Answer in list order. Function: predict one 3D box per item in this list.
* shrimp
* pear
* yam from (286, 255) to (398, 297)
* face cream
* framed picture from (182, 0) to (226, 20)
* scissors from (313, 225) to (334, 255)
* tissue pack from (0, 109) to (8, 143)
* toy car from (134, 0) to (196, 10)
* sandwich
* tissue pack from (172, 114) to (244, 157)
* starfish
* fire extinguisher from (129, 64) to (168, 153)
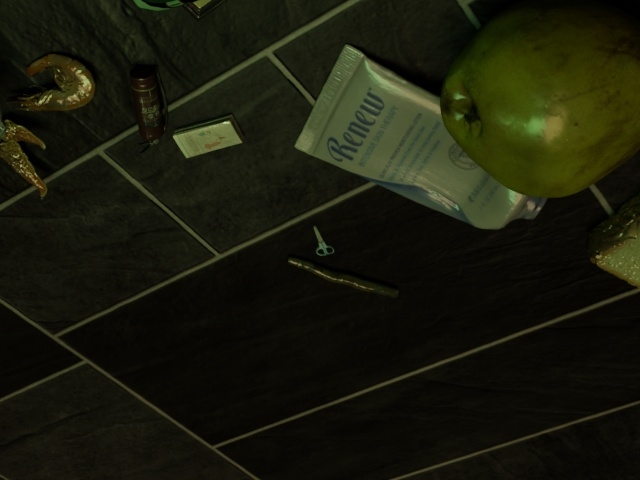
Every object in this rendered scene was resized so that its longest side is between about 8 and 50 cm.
[{"bbox_3d":[-0.443,-0.251,1.610,0.163,0.045,0.095,-5,136,12],"label":"shrimp"},{"bbox_3d":[0.367,-0.216,1.449,0.376,0.287,0.287,-6,137,-7],"label":"pear"},{"bbox_3d":[0.043,0.073,1.944,0.234,0.029,0.027,18,108,-13],"label":"yam"},{"bbox_3d":[0.187,-0.151,1.656,0.420,0.137,0.234,25,135,-6],"label":"face cream"},{"bbox_3d":[-0.176,-0.430,1.429,0.195,0.010,0.199,-28,129,28],"label":"framed picture"},{"bbox_3d":[0.000,0.000,1.880,0.036,0.006,0.083,-10,135,16],"label":"scissors"},{"bbox_3d":[-0.626,-0.250,1.528,0.257,0.123,0.215,15,136,27],"label":"tissue pack"},{"bbox_3d":[-0.240,-0.431,1.335,0.136,0.125,0.305,-11,136,15],"label":"toy car"},{"bbox_3d":[0.651,-0.014,1.761,0.254,0.099,0.288,26,132,-14],"label":"sandwich"},{"bbox_3d":[-0.190,-0.177,1.689,0.108,0.023,0.056,-12,135,16],"label":"tissue pack"},{"bbox_3d":[-0.581,-0.168,1.707,0.248,0.050,0.138,20,133,-2],"label":"starfish"},{"bbox_3d":[-0.282,-0.216,1.640,0.064,0.043,0.158,-32,145,-26],"label":"fire extinguisher"}]
